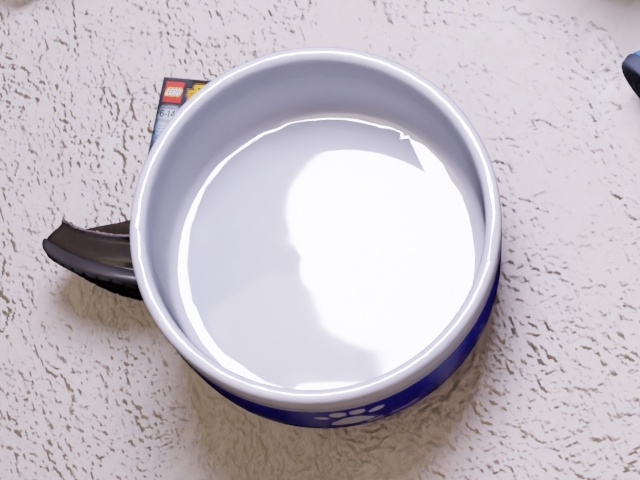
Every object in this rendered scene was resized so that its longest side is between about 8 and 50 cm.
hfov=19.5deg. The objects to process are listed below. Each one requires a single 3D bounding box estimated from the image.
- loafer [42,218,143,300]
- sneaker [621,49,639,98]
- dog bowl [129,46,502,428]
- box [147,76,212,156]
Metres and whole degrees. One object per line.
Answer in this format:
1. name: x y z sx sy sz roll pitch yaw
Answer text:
1. loafer: -0.113 0.009 1.469 0.220 0.080 0.078 11 80 17
2. sneaker: 0.310 -0.090 1.294 0.209 0.069 0.082 33 83 27
3. dog bowl: 0.000 0.000 1.354 0.264 0.104 0.265 -2 73 6
4. box: -0.072 -0.078 1.490 0.137 0.027 0.094 7 81 27
